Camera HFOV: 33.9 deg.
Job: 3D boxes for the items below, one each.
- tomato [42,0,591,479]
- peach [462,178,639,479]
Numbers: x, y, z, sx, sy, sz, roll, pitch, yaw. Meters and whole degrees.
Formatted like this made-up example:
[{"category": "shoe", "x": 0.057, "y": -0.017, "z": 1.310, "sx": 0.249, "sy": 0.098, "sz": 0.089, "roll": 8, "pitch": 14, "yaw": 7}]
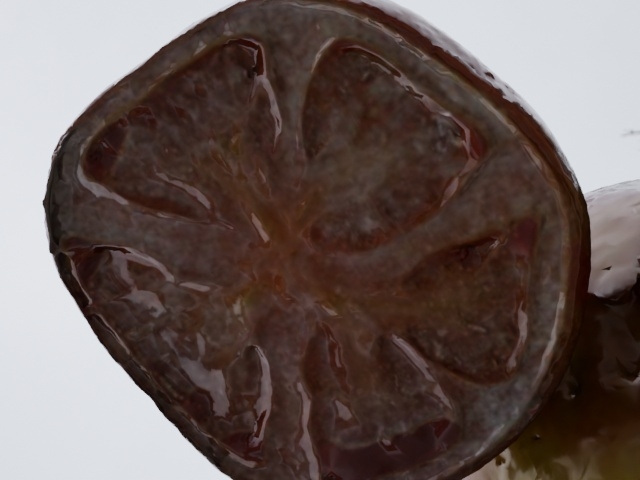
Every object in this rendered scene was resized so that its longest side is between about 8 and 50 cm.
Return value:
[{"category": "tomato", "x": 0.000, "y": 0.000, "z": 0.473, "sx": 0.237, "sy": 0.095, "sz": 0.236, "roll": 4, "pitch": -71, "yaw": 13}, {"category": "peach", "x": 0.269, "y": 0.128, "z": 0.530, "sx": 0.339, "sy": 0.417, "sz": 0.353, "roll": -44, "pitch": -35, "yaw": -48}]
